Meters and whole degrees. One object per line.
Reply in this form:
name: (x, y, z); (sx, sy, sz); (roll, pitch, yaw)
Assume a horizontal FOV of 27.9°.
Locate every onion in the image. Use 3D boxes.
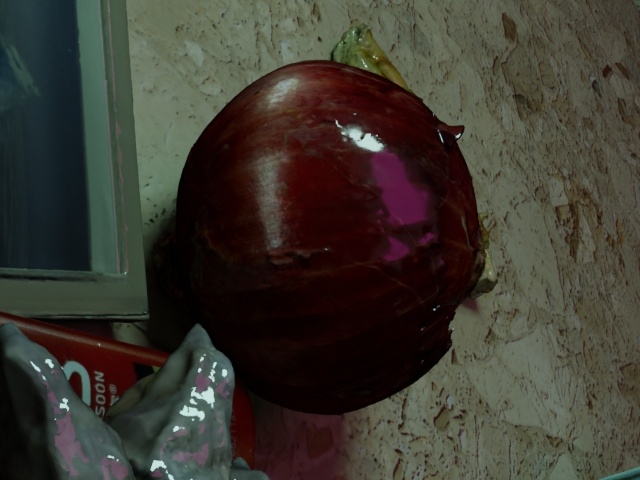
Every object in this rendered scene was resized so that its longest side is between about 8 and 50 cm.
onion: (0.000, 0.000, 0.995); (0.276, 0.276, 0.276); (36, 42, -40)

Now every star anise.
star anise: (-0.105, 0.186, 0.729); (0.360, 0.139, 0.315); (-26, 124, -34)

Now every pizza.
pizza: (0.090, -0.069, 1.325); (0.323, 0.089, 0.223); (62, 28, -5)

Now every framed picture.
framed picture: (-0.247, -0.167, 0.825); (0.326, 0.028, 0.446); (4, 78, -53)

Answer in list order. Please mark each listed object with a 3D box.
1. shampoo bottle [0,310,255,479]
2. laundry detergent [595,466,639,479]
shampoo bottle: (-0.166, 0.111, 0.809); (0.314, 0.076, 0.118); (22, 66, -49)
laundry detergent: (0.421, 0.366, 1.325); (0.287, 0.287, 0.305); (5, 65, -56)
